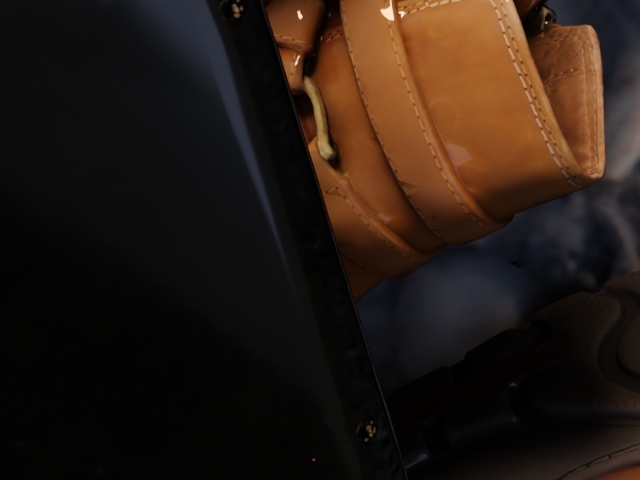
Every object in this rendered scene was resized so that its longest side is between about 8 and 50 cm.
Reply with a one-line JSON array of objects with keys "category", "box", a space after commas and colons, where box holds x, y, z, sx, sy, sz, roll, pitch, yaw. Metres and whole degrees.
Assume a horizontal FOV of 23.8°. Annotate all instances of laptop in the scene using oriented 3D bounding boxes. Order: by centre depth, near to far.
[{"category": "laptop", "box": [-0.189, -0.001, 0.509, 0.407, 0.236, 0.382, -14, 113, 8]}]

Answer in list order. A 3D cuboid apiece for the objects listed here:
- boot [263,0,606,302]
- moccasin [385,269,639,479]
[{"category": "boot", "box": [0.000, 0.000, 0.521, 0.220, 0.109, 0.284, -10, 81, 32]}, {"category": "moccasin", "box": [0.106, 0.118, 0.617, 0.380, 0.139, 0.147, -26, 112, 11]}]
